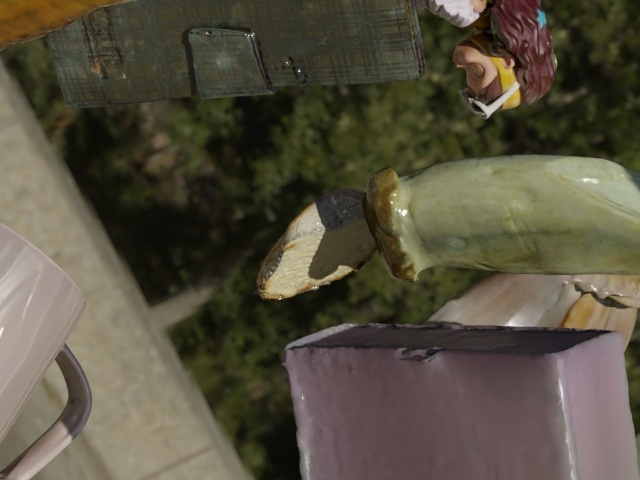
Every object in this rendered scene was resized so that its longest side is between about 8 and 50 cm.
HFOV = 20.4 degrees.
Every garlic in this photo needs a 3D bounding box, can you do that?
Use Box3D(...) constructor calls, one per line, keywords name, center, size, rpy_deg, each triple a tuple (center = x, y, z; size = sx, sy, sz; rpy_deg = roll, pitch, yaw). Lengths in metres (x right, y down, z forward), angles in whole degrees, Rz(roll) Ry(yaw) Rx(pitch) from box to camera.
Box3D(name="garlic", center=(0.181, 0.114, 1.686), size=(0.279, 0.325, 0.132), rpy_deg=(2, 43, -45))

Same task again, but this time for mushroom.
Box3D(name="mushroom", center=(0.197, -0.020, 1.480), size=(0.087, 0.333, 0.107), rpy_deg=(-65, 149, -53))

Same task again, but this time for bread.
Box3D(name="bread", center=(0.000, 0.000, 1.614), size=(0.044, 0.126, 0.129), rpy_deg=(60, -30, 18))

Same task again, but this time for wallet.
Box3D(name="wallet", center=(-0.080, -0.193, 1.416), size=(0.044, 0.317, 0.169), rpy_deg=(-62, 145, -57))

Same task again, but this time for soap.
Box3D(name="soap", center=(0.118, 0.215, 1.468), size=(0.296, 0.107, 0.285), rpy_deg=(1, -80, 43))

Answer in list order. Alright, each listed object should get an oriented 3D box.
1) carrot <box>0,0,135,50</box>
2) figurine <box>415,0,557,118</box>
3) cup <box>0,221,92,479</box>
Box3D(name="carrot", center=(-0.156, -0.103, 0.751), size=(0.066, 0.314, 0.066), rpy_deg=(35, 51, -57))
Box3D(name="figurine", center=(0.155, -0.240, 1.791), size=(0.240, 0.115, 0.175), rpy_deg=(58, -5, -19))
Box3D(name="cup", center=(-0.370, 0.136, 1.841), size=(0.288, 0.273, 0.208), rpy_deg=(36, -19, -9))
